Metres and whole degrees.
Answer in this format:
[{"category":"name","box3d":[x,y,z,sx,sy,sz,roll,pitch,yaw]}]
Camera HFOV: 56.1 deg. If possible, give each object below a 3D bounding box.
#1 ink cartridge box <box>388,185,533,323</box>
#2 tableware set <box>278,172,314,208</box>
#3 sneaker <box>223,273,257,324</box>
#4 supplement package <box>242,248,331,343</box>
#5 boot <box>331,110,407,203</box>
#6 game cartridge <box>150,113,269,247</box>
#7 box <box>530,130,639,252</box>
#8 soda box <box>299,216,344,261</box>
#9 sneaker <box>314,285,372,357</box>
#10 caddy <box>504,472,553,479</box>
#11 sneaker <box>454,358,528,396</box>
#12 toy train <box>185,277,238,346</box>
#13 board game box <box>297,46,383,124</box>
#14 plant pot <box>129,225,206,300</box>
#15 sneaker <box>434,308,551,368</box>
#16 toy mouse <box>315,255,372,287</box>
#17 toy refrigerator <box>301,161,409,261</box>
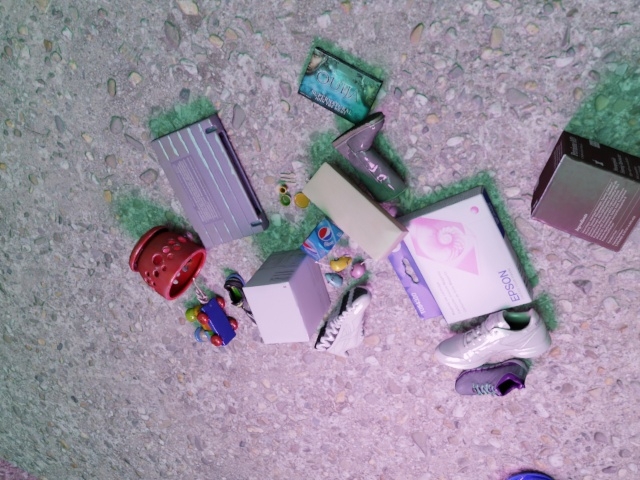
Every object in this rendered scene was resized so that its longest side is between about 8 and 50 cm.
[{"category":"ink cartridge box","box3d":[0.339,0.060,1.583,0.329,0.071,0.324,-22,107,28]},{"category":"tableware set","box3d":[-0.045,-0.131,1.657,0.154,0.024,0.104,7,119,18]},{"category":"sneaker","box3d":[-0.241,0.195,1.876,0.067,0.078,0.188,-27,105,31]},{"category":"supplement package","box3d":[-0.090,0.157,1.722,0.149,0.203,0.194,-8,113,25]},{"category":"boot","box3d":[0.145,-0.200,1.494,0.209,0.076,0.189,53,144,-10]},{"category":"game cartridge","box3d":[-0.317,-0.162,1.728,0.230,0.068,0.355,-13,112,31]},{"category":"box","box3d":[0.597,-0.111,1.327,0.203,0.168,0.167,23,124,8]},{"category":"soda box","box3d":[0.000,0.000,1.606,0.067,0.210,0.071,38,79,-1]},{"category":"sneaker","box3d":[0.089,0.243,1.765,0.118,0.110,0.292,28,132,-4]},{"category":"caddy","box3d":[0.661,0.871,1.832,0.241,0.179,0.342,-30,104,7]},{"category":"sneaker","box3d":[0.473,0.404,1.695,0.223,0.098,0.083,-29,103,31]},{"category":"toy train","box3d":[-0.387,0.229,1.948,0.143,0.105,0.248,-13,112,41]},{"category":"board game box","box3d":[0.046,-0.378,1.486,0.186,0.026,0.126,29,124,5]},{"category":"plant pot","box3d":[-0.470,0.059,1.829,0.174,0.191,0.191,34,124,7]},{"category":"sneaker","box3d":[0.447,0.250,1.607,0.304,0.114,0.152,-17,124,18]},{"category":"toy mouse","box3d":[0.072,0.099,1.701,0.160,0.031,0.143,-12,139,-4]},{"category":"toy refrigerator","box3d":[0.090,-0.075,1.543,0.269,0.094,0.102,43,104,15]}]
